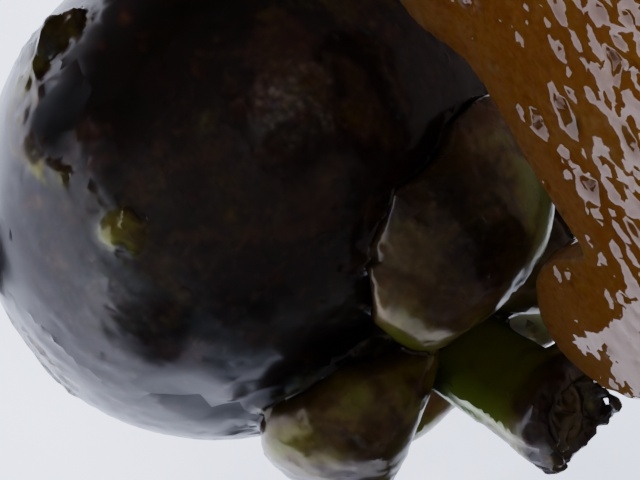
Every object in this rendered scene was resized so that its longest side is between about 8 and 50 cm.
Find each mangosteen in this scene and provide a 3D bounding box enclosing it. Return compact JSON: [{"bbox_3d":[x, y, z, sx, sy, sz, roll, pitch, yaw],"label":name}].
[{"bbox_3d":[0.000,0.000,0.562,0.192,0.217,0.192,-36,-20,-15],"label":"mangosteen"}]

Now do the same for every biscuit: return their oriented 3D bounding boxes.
[{"bbox_3d":[0.105,0.002,0.438,0.036,0.165,0.250,-32,-80,-21],"label":"biscuit"}]
